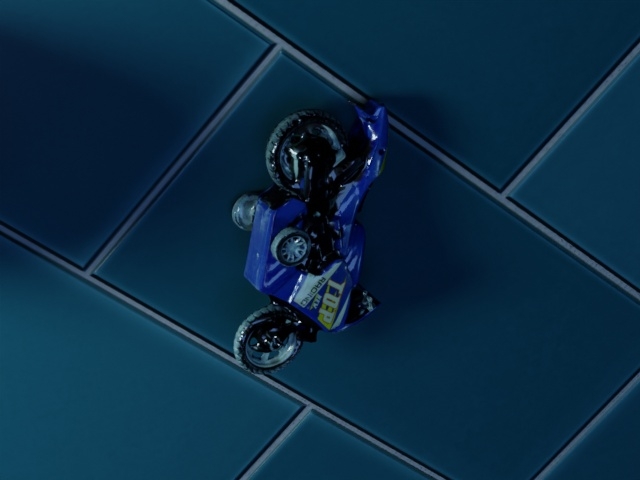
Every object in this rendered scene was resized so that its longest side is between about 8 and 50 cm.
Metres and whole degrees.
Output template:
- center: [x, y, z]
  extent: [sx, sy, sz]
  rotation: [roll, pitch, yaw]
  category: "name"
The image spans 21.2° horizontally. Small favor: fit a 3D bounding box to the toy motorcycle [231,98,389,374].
- center: [0.000, 0.000, 1.833]
  extent: [0.169, 0.113, 0.315]
  rotation: [0, 113, -29]
  category: "toy motorcycle"
